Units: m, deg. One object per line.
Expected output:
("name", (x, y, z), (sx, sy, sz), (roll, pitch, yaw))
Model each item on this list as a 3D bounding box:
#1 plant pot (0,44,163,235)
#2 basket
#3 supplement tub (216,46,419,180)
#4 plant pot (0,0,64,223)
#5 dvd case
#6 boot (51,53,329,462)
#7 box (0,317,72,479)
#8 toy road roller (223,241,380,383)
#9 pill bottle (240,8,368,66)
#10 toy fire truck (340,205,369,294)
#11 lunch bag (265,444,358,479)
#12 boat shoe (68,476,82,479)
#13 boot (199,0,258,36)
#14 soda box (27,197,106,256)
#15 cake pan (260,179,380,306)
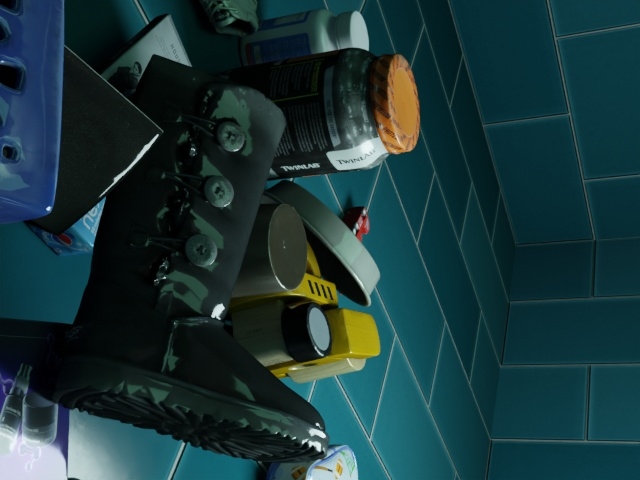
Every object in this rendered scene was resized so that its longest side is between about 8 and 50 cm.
("plant pot", (-0.328, -0.116, 0.960), (0.167, 0.188, 0.187), (-62, 145, -11))
("basket", (-0.146, 0.017, 1.287), (0.204, 0.227, 0.154), (-2, 88, -67))
("supplement tub", (-0.014, -0.214, 1.486), (0.207, 0.338, 0.207), (-4, 90, -65))
("plant pot", (-0.391, -0.141, 0.777), (0.212, 0.236, 0.236), (17, 71, -59))
("dvd case", (-0.233, -0.191, 1.213), (0.238, 0.029, 0.179), (-66, 142, -52))
("boot", (-0.115, 0.026, 1.101), (0.367, 0.146, 0.445), (27, 56, -33))
("box", (-0.382, 0.170, 0.893), (0.261, 0.103, 0.184), (18, 67, -64))
("toy road roller", (-0.052, 0.115, 1.525), (0.329, 0.202, 0.240), (25, 53, -61))
("pill bottle", (-0.028, -0.365, 1.624), (0.124, 0.221, 0.124), (-4, 90, -66))
("toy fire truck", (0.077, 0.022, 2.003), (0.192, 0.047, 0.135), (-61, 140, -52))
("lunch bag", (-0.018, 0.532, 1.624), (0.243, 0.115, 0.303), (-4, 91, -64))
("boat shoe", (-0.350, 0.343, 0.916), (0.306, 0.113, 0.105), (-42, 139, -50))
("boot", (-0.172, -0.426, 1.466), (0.258, 0.095, 0.123), (2, 77, -67))
("soda box", (-0.305, -0.085, 1.147), (0.071, 0.067, 0.210), (57, 37, -46))
("cake pan", (0.000, 0.000, 1.572), (0.054, 0.293, 0.293), (-44, 138, -11))
